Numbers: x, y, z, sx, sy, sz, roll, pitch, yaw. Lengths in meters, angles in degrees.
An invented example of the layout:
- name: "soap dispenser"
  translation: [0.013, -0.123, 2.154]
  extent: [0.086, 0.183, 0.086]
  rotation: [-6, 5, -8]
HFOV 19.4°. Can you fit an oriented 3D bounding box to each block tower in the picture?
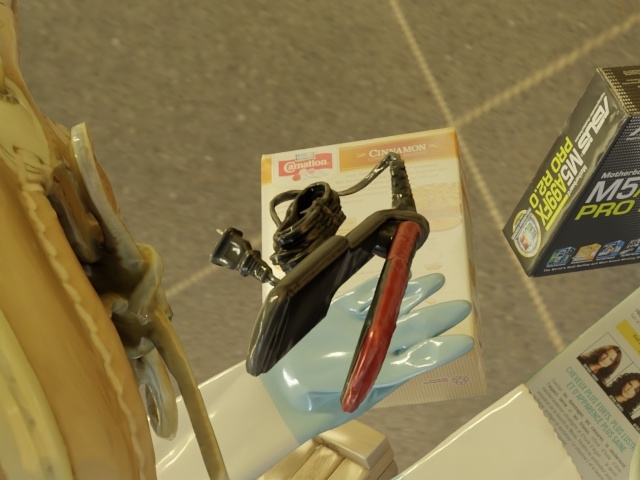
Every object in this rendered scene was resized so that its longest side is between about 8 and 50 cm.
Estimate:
- name: "block tower"
  translation: [0.038, 0.289, 1.672]
  extent: [0.091, 0.335, 0.097]
  rotation: [23, 57, 36]

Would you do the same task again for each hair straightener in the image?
- name: "hair straightener"
  translation: [0.000, 0.000, 0.815]
  extent: [0.089, 0.230, 0.047]
  rotation: [20, 115, 3]

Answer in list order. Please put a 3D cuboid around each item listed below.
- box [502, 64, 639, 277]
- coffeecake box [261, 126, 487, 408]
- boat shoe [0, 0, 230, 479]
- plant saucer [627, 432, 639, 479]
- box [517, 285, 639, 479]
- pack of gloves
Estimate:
- name: "box"
  translation: [0.322, -0.068, 1.672]
  extent: [0.060, 0.270, 0.216]
  rotation: [63, 145, 31]
- name: "coffeecake box"
  translation: [0.035, 0.021, 1.295]
  extent: [0.142, 0.068, 0.185]
  rotation: [-8, 54, 9]
- name: "boat shoe"
  translation: [-0.083, -0.012, 0.446]
  extent: [0.285, 0.089, 0.104]
  rotation: [-128, 35, -52]
- name: "plant saucer"
  translation: [0.315, 0.025, 0.959]
  extent: [0.400, 0.400, 0.100]
  rotation: [-30, 105, 18]
- name: "box"
  translation: [0.212, 0.102, 1.289]
  extent: [0.244, 0.060, 0.100]
  rotation: [-38, 84, -10]
- name: "pack of gloves"
  translation: [0.023, 0.140, 1.148]
  extent: [0.232, 0.046, 0.195]
  rotation: [-32, 64, 4]
